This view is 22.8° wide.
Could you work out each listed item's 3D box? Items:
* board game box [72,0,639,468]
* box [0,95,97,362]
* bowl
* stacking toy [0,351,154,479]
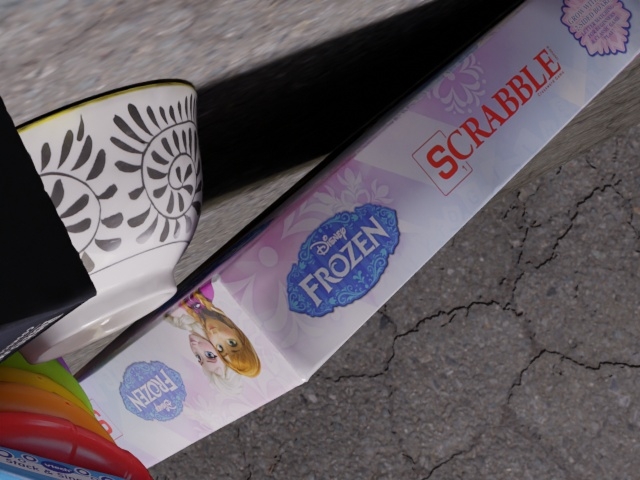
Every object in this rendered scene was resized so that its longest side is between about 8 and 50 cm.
[{"bbox_3d":[0.000,0.000,0.895,0.318,0.066,0.318,-42,-176,-34],"label":"board game box"},{"bbox_3d":[-0.221,0.047,0.501,0.184,0.103,0.261,-26,175,-44],"label":"box"},{"bbox_3d":[-0.114,0.004,0.710,0.170,0.080,0.170,-28,175,-3],"label":"bowl"},{"bbox_3d":[-0.169,0.104,0.787,0.166,0.175,0.302,-63,-156,18],"label":"stacking toy"}]
